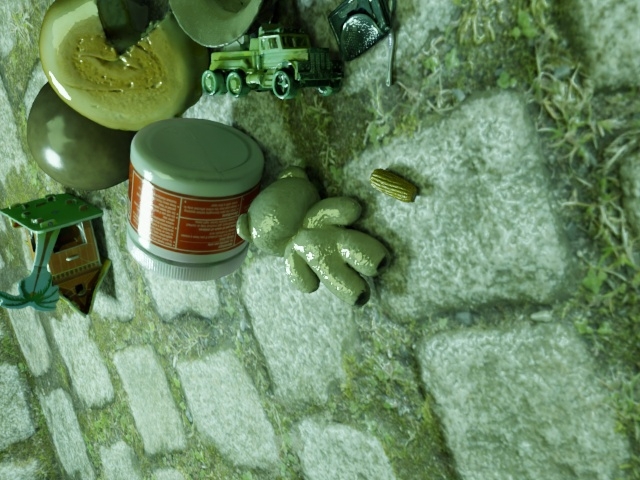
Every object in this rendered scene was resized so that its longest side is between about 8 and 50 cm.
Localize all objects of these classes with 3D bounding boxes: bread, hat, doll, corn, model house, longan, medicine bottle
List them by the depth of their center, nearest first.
[{"bbox_3d":[0.117,-0.089,1.128,0.092,0.037,0.037,31,127,34],"label":"corn"},{"bbox_3d":[-0.129,-0.449,1.149,0.257,0.130,0.257,13,110,40],"label":"hat"},{"bbox_3d":[-0.002,0.004,1.256,0.278,0.175,0.149,38,169,22],"label":"doll"},{"bbox_3d":[-0.251,-0.085,1.378,0.252,0.252,0.241,39,130,32],"label":"medicine bottle"},{"bbox_3d":[-0.392,-0.371,1.415,0.160,0.332,0.333,-86,10,-55],"label":"bread"},{"bbox_3d":[-0.535,-0.257,1.628,0.297,0.297,0.297,22,120,42],"label":"longan"},{"bbox_3d":[-0.804,0.070,2.012,0.300,0.340,0.324,18,122,45],"label":"model house"}]

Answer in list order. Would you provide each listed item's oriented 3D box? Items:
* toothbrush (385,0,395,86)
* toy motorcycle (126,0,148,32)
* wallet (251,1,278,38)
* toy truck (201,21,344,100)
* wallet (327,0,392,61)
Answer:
[{"bbox_3d":[0.107,-0.302,1.072,0.011,0.013,0.131,25,124,43],"label":"toothbrush"},{"bbox_3d":[-0.459,-0.547,1.525,0.222,0.107,0.341,-22,76,29],"label":"toy motorcycle"},{"bbox_3d":[-0.178,-0.521,1.287,0.323,0.041,0.247,42,131,28],"label":"wallet"},{"bbox_3d":[-0.088,-0.313,1.202,0.259,0.128,0.135,19,114,43],"label":"toy truck"},{"bbox_3d":[0.058,-0.340,1.092,0.129,0.026,0.088,-20,89,58],"label":"wallet"}]
